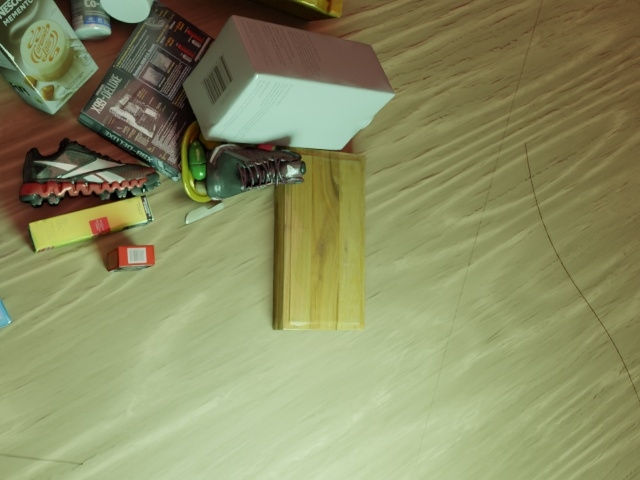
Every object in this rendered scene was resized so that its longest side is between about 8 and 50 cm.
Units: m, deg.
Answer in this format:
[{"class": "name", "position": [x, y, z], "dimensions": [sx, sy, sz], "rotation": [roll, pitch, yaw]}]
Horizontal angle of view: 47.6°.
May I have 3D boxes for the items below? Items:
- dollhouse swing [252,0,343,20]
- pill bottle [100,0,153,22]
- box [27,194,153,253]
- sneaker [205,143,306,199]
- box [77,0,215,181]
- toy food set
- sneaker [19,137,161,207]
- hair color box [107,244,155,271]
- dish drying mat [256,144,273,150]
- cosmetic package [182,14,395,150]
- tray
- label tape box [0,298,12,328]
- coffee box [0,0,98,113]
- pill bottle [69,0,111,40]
[{"class": "dollhouse swing", "position": [-0.111, -0.684, 1.588], "dimensions": [0.347, 0.315, 0.304], "rotation": [14, 99, -21]}, {"class": "pill bottle", "position": [-0.382, -0.569, 1.504], "dimensions": [0.121, 0.121, 0.221], "rotation": [18, 60, -21]}, {"class": "box", "position": [-0.461, -0.033, 1.456], "dimensions": [0.232, 0.087, 0.058], "rotation": [-16, 91, -26]}, {"class": "sneaker", "position": [-0.118, -0.149, 1.490], "dimensions": [0.163, 0.281, 0.106], "rotation": [4, 107, 15]}, {"class": "box", "position": [-0.331, -0.319, 1.552], "dimensions": [0.243, 0.076, 0.307], "rotation": [31, 72, -18]}, {"class": "toy food set", "position": [-0.223, -0.145, 1.527], "dimensions": [0.128, 0.071, 0.217], "rotation": [-20, 117, -49]}, {"class": "sneaker", "position": [-0.463, -0.143, 1.460], "dimensions": [0.276, 0.098, 0.135], "rotation": [-6, 89, -23]}, {"class": "hair color box", "position": [-0.380, 0.037, 1.453], "dimensions": [0.072, 0.141, 0.043], "rotation": [-2, 85, -24]}, {"class": "dish drying mat", "position": [-0.118, -0.231, 1.673], "dimensions": [0.032, 0.008, 0.083], "rotation": [38, 70, -16]}, {"class": "cosmetic package", "position": [-0.058, -0.317, 1.527], "dimensions": [0.385, 0.217, 0.156], "rotation": [-3, 62, -44]}, {"class": "tray", "position": [0.000, 0.000, 1.665], "dimensions": [0.203, 0.076, 0.410], "rotation": [3, 82, -24]}, {"class": "label tape box", "position": [-0.766, 0.114, 1.292], "dimensions": [0.334, 0.106, 0.240], "rotation": [-26, 95, -24]}, {"class": "coffee box", "position": [-0.554, -0.380, 1.372], "dimensions": [0.141, 0.098, 0.246], "rotation": [-54, 149, -19]}, {"class": "pill bottle", "position": [-0.480, -0.492, 1.504], "dimensions": [0.078, 0.078, 0.137], "rotation": [-6, 87, -24]}]
